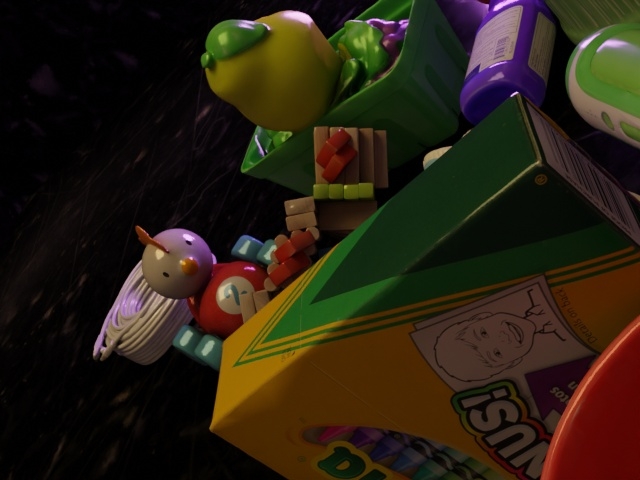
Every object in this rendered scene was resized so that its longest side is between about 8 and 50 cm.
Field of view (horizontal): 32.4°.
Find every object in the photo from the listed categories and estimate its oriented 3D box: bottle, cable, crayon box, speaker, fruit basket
[{"bbox_3d":[0.269,-0.276,1.529,0.118,0.092,0.283,-34,29,45],"label":"bottle"},{"bbox_3d":[-0.297,0.107,2.045,0.257,0.089,0.257,-35,28,33],"label":"cable"},{"bbox_3d":[0.156,0.117,0.832,0.313,0.363,0.106,-42,26,24],"label":"crayon box"},{"bbox_3d":[0.364,-0.144,1.124,0.131,0.131,0.296,-50,23,6],"label":"speaker"},{"bbox_3d":[-0.007,-0.251,1.667,0.392,0.392,0.283,-30,32,42],"label":"fruit basket"}]

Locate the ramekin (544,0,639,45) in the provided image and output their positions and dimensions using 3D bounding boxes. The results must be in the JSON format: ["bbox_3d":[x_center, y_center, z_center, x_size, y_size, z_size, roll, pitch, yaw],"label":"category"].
[{"bbox_3d":[0.393,-0.410,1.419,0.303,0.148,0.303,-41,26,25],"label":"ramekin"}]

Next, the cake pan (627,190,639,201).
[{"bbox_3d":[0.223,0.080,1.055,0.293,0.054,0.293,-22,47,25],"label":"cake pan"}]

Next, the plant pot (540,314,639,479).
[{"bbox_3d":[0.301,0.179,0.626,0.275,0.243,0.275,-40,26,24],"label":"plant pot"}]

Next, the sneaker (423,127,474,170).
[{"bbox_3d":[0.201,-0.096,1.465,0.162,0.063,0.073,-29,50,51],"label":"sneaker"}]

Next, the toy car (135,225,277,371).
[{"bbox_3d":[-0.195,0.056,1.734,0.219,0.238,0.210,-58,24,-11],"label":"toy car"}]

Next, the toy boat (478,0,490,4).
[{"bbox_3d":[0.314,-0.465,1.698,0.231,0.151,0.151,-50,52,5],"label":"toy boat"}]

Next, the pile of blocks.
[{"bbox_3d":[0.000,0.000,1.536,0.112,0.149,0.362,24,-91,-84],"label":"pile of blocks"}]
